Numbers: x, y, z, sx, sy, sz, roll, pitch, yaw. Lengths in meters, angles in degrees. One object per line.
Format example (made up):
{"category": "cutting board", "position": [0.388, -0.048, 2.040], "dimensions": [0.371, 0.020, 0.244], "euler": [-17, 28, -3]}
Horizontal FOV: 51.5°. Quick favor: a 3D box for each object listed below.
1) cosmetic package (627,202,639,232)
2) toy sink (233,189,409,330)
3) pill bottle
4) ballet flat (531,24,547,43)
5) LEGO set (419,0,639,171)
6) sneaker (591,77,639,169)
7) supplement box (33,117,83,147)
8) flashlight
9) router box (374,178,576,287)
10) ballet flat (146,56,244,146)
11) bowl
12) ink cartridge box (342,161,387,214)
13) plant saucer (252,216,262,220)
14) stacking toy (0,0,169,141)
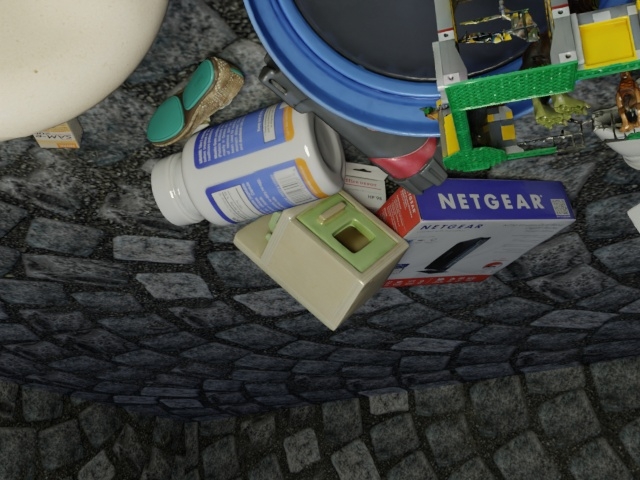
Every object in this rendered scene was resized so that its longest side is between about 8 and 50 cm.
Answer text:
{"category": "cosmetic package", "position": [0.665, -0.129, 0.922], "dimensions": [0.284, 0.098, 0.377], "euler": [-20, 164, -30]}
{"category": "toy sink", "position": [0.000, 0.000, 1.086], "dimensions": [0.152, 0.234, 0.131], "euler": [-34, 159, -47]}
{"category": "pill bottle", "position": [-0.111, -0.109, 1.000], "dimensions": [0.271, 0.153, 0.152], "euler": [-14, 151, 21]}
{"category": "ballet flat", "position": [0.214, -0.229, 0.832], "dimensions": [0.124, 0.116, 0.342], "euler": [15, 148, -10]}
{"category": "LEGO set", "position": [0.226, -0.199, 0.572], "dimensions": [0.331, 0.192, 0.255], "euler": [-10, 165, 24]}
{"category": "sneaker", "position": [0.510, -0.195, 0.912], "dimensions": [0.129, 0.111, 0.297], "euler": [18, 148, -22]}
{"category": "supplement box", "position": [-0.401, -0.179, 0.992], "dimensions": [0.062, 0.036, 0.098], "euler": [1, 154, -1]}
{"category": "flashlight", "position": [0.062, -0.179, 0.914], "dimensions": [0.103, 0.103, 0.304], "euler": [-23, 135, 37]}
{"category": "router box", "position": [0.241, -0.006, 1.241], "dimensions": [0.335, 0.082, 0.301], "euler": [-2, 156, -24]}
{"category": "ballet flat", "position": [-0.176, -0.188, 0.950], "dimensions": [0.067, 0.073, 0.206], "euler": [3, 162, -41]}
{"category": "bowl", "position": [0.114, -0.278, 0.649], "dimensions": [0.390, 0.077, 0.391], "euler": [5, 139, 4]}
{"category": "ink cartridge box", "position": [0.051, -0.067, 1.207], "dimensions": [0.104, 0.060, 0.180], "euler": [7, 153, -16]}
{"category": "plant saucer", "position": [-0.096, -0.093, 1.176], "dimensions": [0.194, 0.038, 0.195], "euler": [0, 153, 0]}
{"category": "stacking toy", "position": [-0.354, -0.223, 0.697], "dimensions": [0.350, 0.351, 0.480], "euler": [9, 170, -18]}
